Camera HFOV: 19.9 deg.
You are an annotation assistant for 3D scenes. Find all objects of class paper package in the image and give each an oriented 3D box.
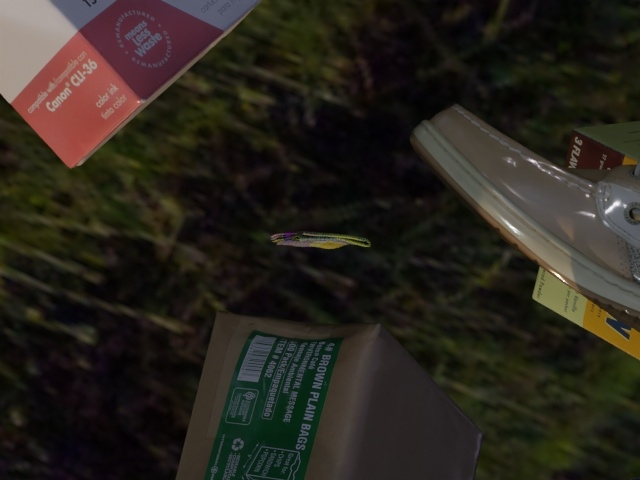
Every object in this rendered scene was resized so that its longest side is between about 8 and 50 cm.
[{"bbox_3d":[-0.001,0.266,1.619,0.309,0.168,0.325,49,50,-56],"label":"paper package"}]

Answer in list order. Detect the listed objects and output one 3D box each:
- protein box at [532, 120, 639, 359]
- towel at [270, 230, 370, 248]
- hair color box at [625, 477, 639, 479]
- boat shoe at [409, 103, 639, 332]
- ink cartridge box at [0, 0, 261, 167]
[{"bbox_3d":[0.300,0.010,1.296,0.199,0.201,0.136,-9,119,-41],"label":"protein box"},{"bbox_3d":[0.000,0.000,1.412,0.060,0.083,0.009,5,87,-18],"label":"towel"},{"bbox_3d":[0.142,0.225,0.891,0.374,0.185,0.113,-3,146,-41],"label":"hair color box"},{"bbox_3d":[0.192,0.001,1.048,0.098,0.302,0.109,-56,173,3],"label":"boat shoe"},{"bbox_3d":[-0.125,-0.144,0.771,0.067,0.198,0.115,-37,-172,46],"label":"ink cartridge box"}]
